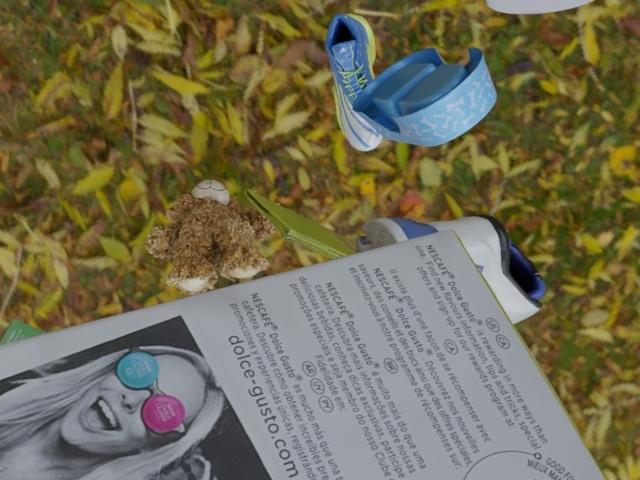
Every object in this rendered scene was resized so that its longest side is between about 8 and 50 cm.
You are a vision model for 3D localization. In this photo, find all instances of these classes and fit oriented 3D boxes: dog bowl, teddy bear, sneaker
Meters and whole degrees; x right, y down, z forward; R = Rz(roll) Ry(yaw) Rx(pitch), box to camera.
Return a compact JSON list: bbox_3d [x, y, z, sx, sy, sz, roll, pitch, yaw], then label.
[{"bbox_3d":[0.164,-0.221,1.639,0.166,0.297,0.074,-41,111,-10],"label":"dog bowl"},{"bbox_3d":[-0.192,-0.017,1.877,0.245,0.338,0.113,-10,118,15],"label":"teddy bear"},{"bbox_3d":[0.048,-0.274,1.787,0.091,0.240,0.126,-12,171,20],"label":"sneaker"},{"bbox_3d":[0.124,0.082,1.046,0.182,0.127,0.315,-13,145,-20],"label":"sneaker"}]

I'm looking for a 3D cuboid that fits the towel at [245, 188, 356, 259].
[{"bbox_3d":[0.000,0.000,1.368,0.237,0.102,0.021,26,102,-50],"label":"towel"}]

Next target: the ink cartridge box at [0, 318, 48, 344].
[{"bbox_3d":[-0.276,0.203,1.158,0.212,0.154,0.093,25,138,-4],"label":"ink cartridge box"}]

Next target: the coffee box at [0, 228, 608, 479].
[{"bbox_3d":[-0.021,0.254,0.608,0.334,0.338,0.337,-15,145,-20],"label":"coffee box"}]

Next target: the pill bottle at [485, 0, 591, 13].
[{"bbox_3d":[0.258,-0.454,1.264,0.188,0.188,0.334,-1,85,-23],"label":"pill bottle"}]
